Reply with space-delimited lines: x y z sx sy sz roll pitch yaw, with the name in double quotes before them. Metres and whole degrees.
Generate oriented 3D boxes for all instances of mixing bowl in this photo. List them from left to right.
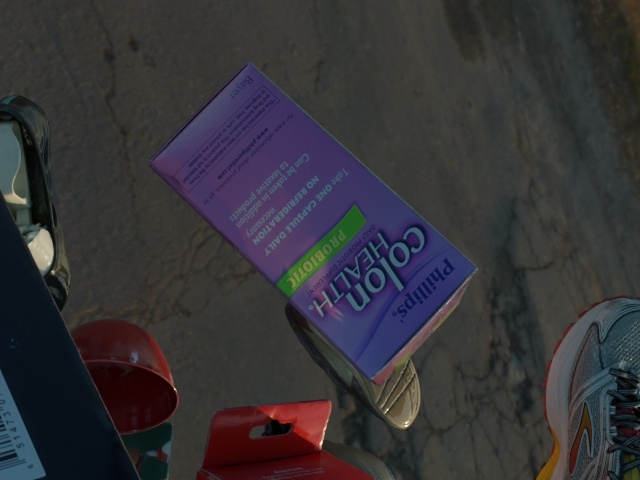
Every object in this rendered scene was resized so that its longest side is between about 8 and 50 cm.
"mixing bowl" -0.273 0.166 1.105 0.181 0.181 0.098 38 34 -38

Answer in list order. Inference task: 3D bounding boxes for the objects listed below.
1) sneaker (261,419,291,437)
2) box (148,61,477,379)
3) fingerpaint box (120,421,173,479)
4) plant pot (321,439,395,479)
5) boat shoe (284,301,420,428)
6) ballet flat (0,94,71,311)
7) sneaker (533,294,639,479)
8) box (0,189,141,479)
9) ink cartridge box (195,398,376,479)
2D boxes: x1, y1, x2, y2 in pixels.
"sneaker" -0.078 0.349 1.402 0.106 0.281 0.162 -23 108 -31
"box" 0.000 0.000 0.736 0.243 0.117 0.213 42 -4 11
"fingerpaint box" -0.503 0.378 1.443 0.371 0.445 0.163 13 69 -26
"plant pot" 0.057 0.441 1.469 0.110 0.237 0.237 -21 93 -36
"boat shoe" 0.051 0.175 1.274 0.285 0.092 0.103 50 56 -29
"ballet flat" -0.368 -0.035 1.029 0.096 0.095 0.280 -94 177 -86
"sneaker" 0.219 0.152 0.627 0.088 0.093 0.225 13 83 -22
"box" -0.265 0.197 0.532 0.179 0.312 0.343 -9 56 -44
"ink cartridge box" -0.035 0.251 0.676 0.134 0.078 0.231 4 98 -44
